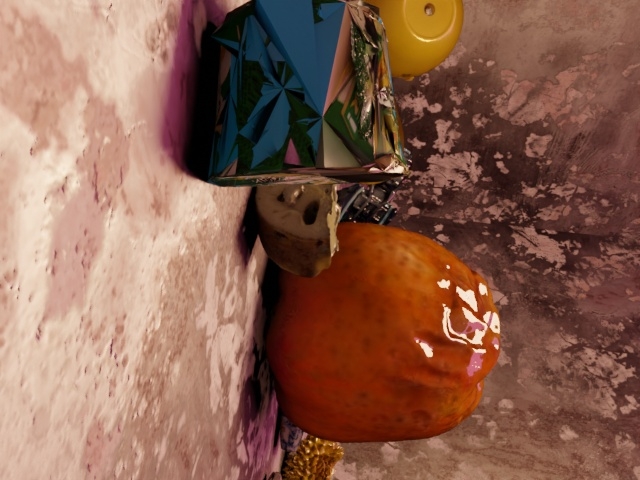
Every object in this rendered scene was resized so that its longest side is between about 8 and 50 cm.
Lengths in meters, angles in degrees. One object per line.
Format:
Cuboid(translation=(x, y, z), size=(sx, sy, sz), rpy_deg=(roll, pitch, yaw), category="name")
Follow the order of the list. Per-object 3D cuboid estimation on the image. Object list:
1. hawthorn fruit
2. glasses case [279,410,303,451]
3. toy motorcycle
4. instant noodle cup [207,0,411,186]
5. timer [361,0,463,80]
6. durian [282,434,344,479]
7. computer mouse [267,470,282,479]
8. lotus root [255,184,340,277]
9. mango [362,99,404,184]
Cuboid(translation=(0.119, 0.171, 1.184), size=(0.472, 0.471, 0.472), rpy_deg=(7, 90, -83), category="hawthorn fruit")
Cuboid(translation=(-0.055, 0.362, 1.418), size=(0.087, 0.065, 0.248), rpy_deg=(74, 24, -76), category="glasses case")
Cuboid(translation=(0.133, -0.126, 1.855), size=(0.416, 0.172, 0.232), rpy_deg=(-54, -166, 28), category="toy motorcycle")
Cuboid(translation=(-0.017, -0.154, 0.682), size=(0.240, 0.240, 0.178), rpy_deg=(-20, 107, -82), category="instant noodle cup")
Cuboid(translation=(0.229, -0.648, 1.802), size=(0.387, 0.376, 0.376), rpy_deg=(-148, -118, -70), category="timer")
Cuboid(translation=(-0.039, 0.602, 1.552), size=(0.138, 0.183, 0.250), rpy_deg=(54, 29, -20), category="durian")
Cuboid(translation=(-0.105, 0.545, 1.308), size=(0.066, 0.039, 0.096), rpy_deg=(-62, 150, -72), category="computer mouse")
Cuboid(translation=(-0.030, -0.057, 0.953), size=(0.119, 0.138, 0.235), rpy_deg=(97, 4, -48), category="lotus root")
Cuboid(translation=(0.125, -0.332, 1.631), size=(0.253, 0.182, 0.365), rpy_deg=(4, 85, -65), category="mango")
